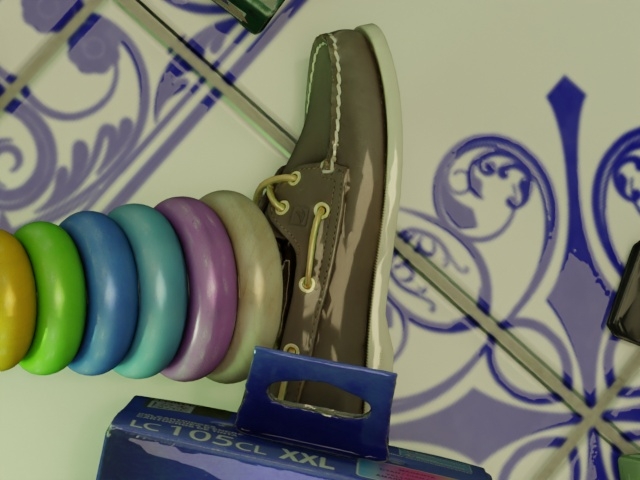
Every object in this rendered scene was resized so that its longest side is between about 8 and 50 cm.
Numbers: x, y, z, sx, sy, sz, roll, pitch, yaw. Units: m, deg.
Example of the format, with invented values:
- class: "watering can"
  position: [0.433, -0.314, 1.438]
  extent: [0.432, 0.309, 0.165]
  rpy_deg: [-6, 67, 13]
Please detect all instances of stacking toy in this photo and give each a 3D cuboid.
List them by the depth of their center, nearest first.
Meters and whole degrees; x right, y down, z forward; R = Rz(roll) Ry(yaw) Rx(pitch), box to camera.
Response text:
- class: "stacking toy"
  position: [-0.197, 0.035, 1.257]
  extent: [0.330, 0.141, 0.141]
  rpy_deg: [-1, 85, -29]

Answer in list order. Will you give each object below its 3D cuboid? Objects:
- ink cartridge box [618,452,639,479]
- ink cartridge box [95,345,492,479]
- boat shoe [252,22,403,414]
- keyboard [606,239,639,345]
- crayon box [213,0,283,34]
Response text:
- class: "ink cartridge box"
  position: [0.358, 0.236, 1.429]
  extent: [0.235, 0.056, 0.171]
  rpy_deg: [-6, 87, -13]
- class: "ink cartridge box"
  position: [-0.035, 0.269, 1.260]
  extent: [0.270, 0.151, 0.396]
  rpy_deg: [11, 93, 1]
- class: "boat shoe"
  position: [0.000, 0.000, 1.357]
  extent: [0.096, 0.116, 0.324]
  rpy_deg: [2, 91, -12]
- class: "keyboard"
  position: [0.323, 0.053, 1.454]
  extent: [0.180, 0.023, 0.108]
  rpy_deg: [20, 89, -8]
- class: "crayon box"
  position: [-0.033, -0.344, 1.394]
  extent: [0.202, 0.081, 0.318]
  rpy_deg: [35, 80, -5]
